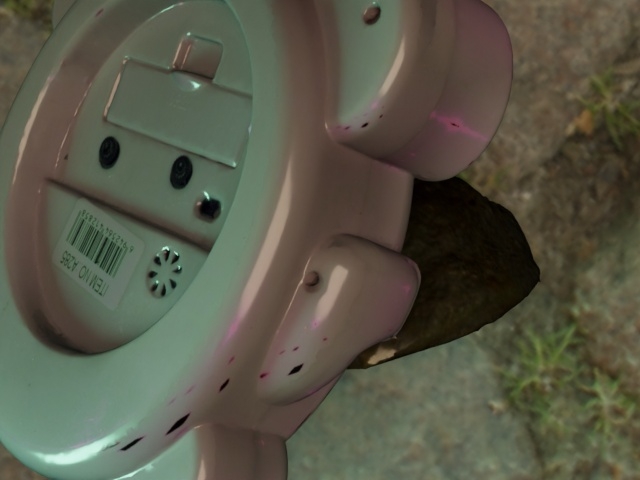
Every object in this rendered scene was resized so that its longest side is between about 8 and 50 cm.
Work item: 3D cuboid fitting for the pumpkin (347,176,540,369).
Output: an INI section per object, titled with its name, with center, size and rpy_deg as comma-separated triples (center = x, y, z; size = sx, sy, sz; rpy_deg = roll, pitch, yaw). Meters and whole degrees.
[pumpkin]
center = 0.000, 0.000, 0.834
size = 0.254, 0.149, 0.130
rpy_deg = -13, 100, 1

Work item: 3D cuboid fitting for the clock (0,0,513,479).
[clock]
center = -0.072, -0.015, 0.766
size = 0.113, 0.296, 0.322
rpy_deg = 21, 90, -46
